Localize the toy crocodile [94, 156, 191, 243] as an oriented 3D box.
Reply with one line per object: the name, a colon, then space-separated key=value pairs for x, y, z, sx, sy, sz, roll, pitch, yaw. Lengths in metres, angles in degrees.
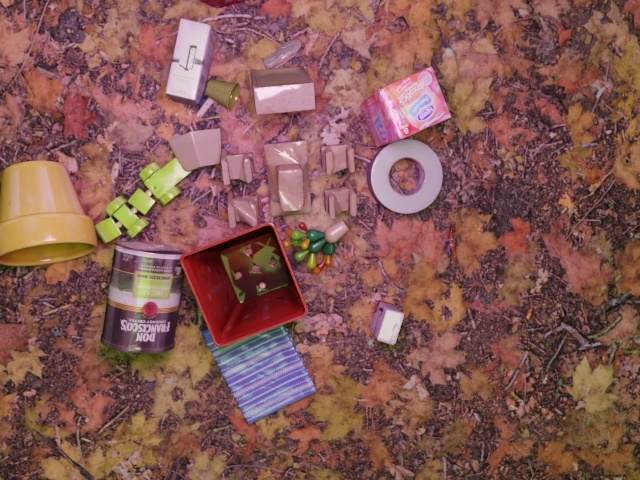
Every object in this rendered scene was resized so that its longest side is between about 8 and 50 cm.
toy crocodile: x=-0.501 y=-0.117 z=1.611 sx=0.115 sy=0.105 sz=0.340 roll=45 pitch=85 yaw=-8

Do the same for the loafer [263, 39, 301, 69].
loafer: x=-0.108 y=-0.539 z=1.642 sx=0.125 sy=0.039 sz=0.045 roll=-34 pitch=65 yaw=-5

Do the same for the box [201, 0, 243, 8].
box: x=-0.213 y=-0.733 z=1.521 sx=0.256 sy=0.122 sz=0.128 roll=-7 pitch=96 yaw=19

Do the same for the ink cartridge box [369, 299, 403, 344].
ink cartridge box: x=0.197 y=0.245 z=1.699 sx=0.056 sy=0.135 sz=0.099 roll=17 pitch=93 yaw=-7

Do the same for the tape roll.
tape roll: x=0.252 y=-0.192 z=1.695 sx=0.219 sy=0.072 sz=0.220 roll=-1 pitch=95 yaw=-7

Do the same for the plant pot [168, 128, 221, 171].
plant pot: x=-0.341 y=-0.250 z=1.582 sx=0.109 sy=0.109 sz=0.096 roll=-21 pitch=97 yaw=-49

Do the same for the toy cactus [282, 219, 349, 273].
toy cactus: x=0.000 y=0.000 z=1.634 sx=0.180 sy=0.112 sz=0.219 roll=-34 pitch=134 yaw=11

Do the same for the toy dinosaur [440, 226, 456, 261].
toy dinosaur: x=0.411 y=0.005 z=1.737 sx=0.047 sy=0.090 sz=0.082 roll=-15 pitch=129 yaw=-20

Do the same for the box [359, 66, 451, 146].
box: x=0.224 y=-0.359 z=1.560 sx=0.154 sy=0.300 sz=0.142 roll=-24 pitch=97 yaw=-4

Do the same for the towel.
towel: x=-0.184 y=0.369 z=1.718 sx=0.243 sy=0.040 sz=0.336 roll=-26 pitch=98 yaw=-3

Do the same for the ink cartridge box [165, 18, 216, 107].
ink cartridge box: x=-0.356 y=-0.486 z=1.559 sx=0.085 sy=0.148 sz=0.203 roll=12 pitch=93 yaw=-6

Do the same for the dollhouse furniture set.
dollhouse furniture set: x=-0.101 y=-0.270 z=1.611 sx=0.361 sy=0.256 sz=0.395 roll=-6 pitch=117 yaw=-5

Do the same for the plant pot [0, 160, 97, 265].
plant pot: x=-0.754 y=-0.075 z=1.520 sx=0.253 sy=0.254 sz=0.239 roll=-13 pitch=81 yaw=-5

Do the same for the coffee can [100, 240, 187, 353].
coffee can: x=-0.494 y=0.155 z=1.580 sx=0.201 sy=0.201 sz=0.276 roll=9 pitch=94 yaw=-7

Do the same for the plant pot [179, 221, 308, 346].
plant pot: x=-0.198 y=0.100 z=1.582 sx=0.267 sy=0.236 sz=0.268 roll=-20 pitch=98 yaw=4

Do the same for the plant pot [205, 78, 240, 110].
plant pot: x=-0.284 y=-0.426 z=1.615 sx=0.079 sy=0.083 sz=0.083 roll=21 pitch=93 yaw=5
